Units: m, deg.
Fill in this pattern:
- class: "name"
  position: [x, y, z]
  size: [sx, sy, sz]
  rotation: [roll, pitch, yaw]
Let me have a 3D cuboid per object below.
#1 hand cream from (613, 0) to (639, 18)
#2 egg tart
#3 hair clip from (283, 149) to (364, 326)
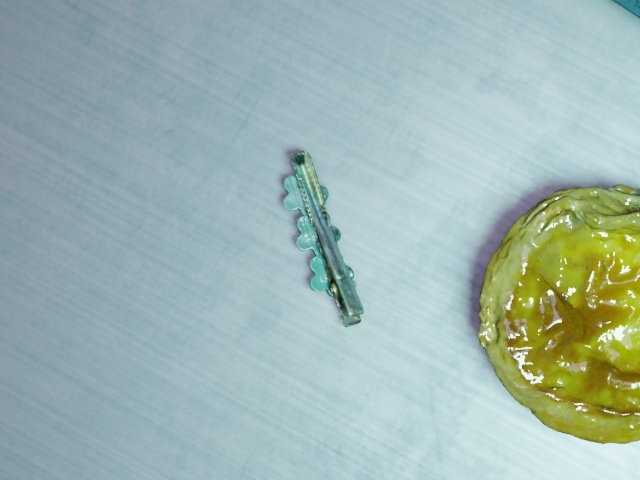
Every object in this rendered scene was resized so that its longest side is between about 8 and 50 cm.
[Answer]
- class: "hand cream"
  position: [0.275, -0.256, 1.326]
  size: [0.224, 0.048, 0.083]
  rotation: [36, 114, 28]
- class: "egg tart"
  position: [0.263, 0.063, 1.322]
  size: [0.241, 0.106, 0.241]
  rotation: [0, 91, 6]
- class: "hair clip"
  position: [-0.001, 0.000, 1.387]
  size: [0.049, 0.049, 0.173]
  rotation: [-19, 80, 6]
